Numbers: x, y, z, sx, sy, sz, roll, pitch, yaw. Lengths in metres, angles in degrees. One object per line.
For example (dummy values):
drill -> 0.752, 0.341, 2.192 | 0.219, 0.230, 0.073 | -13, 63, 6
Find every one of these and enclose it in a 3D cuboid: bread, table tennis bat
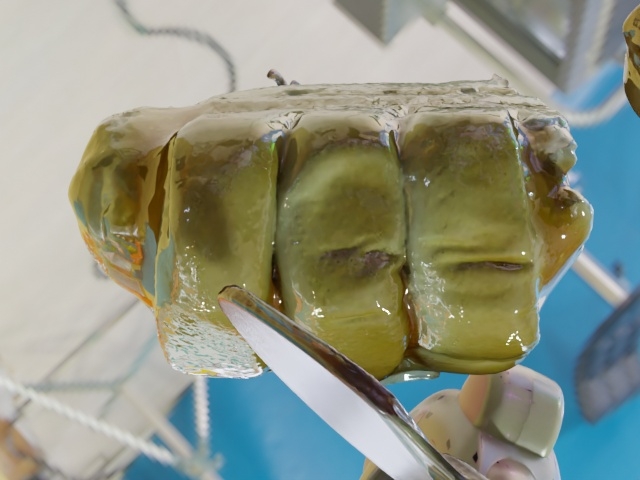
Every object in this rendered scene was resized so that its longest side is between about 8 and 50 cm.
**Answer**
bread -> 0.000, 0.000, 1.212 | 0.341, 0.210, 0.300 | -3, -171, -11
table tennis bat -> 0.045, 0.108, 0.896 | 0.022, 0.301, 0.173 | -47, 131, -10

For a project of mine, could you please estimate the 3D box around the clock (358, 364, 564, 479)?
clock -> 0.081, 0.259, 1.365 | 0.284, 0.114, 0.309 | -44, -153, 57

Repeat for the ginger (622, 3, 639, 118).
ginger -> 0.226, -0.028, 0.882 | 0.130, 0.221, 0.276 | -26, -173, 13

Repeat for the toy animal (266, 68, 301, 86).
toy animal -> -0.013, -0.064, 1.823 | 0.099, 0.056, 0.241 | -76, 149, -55
